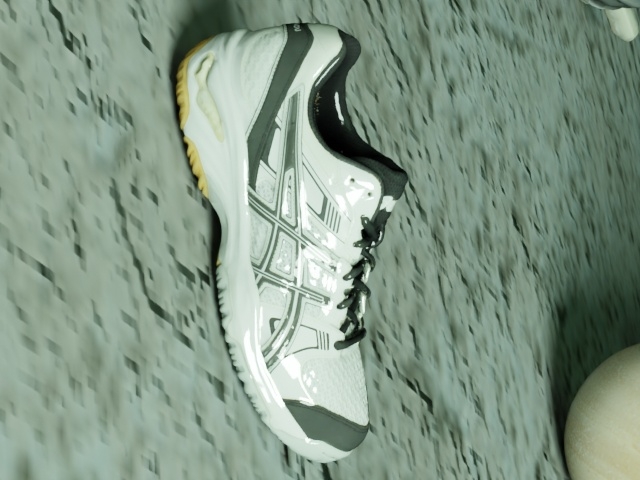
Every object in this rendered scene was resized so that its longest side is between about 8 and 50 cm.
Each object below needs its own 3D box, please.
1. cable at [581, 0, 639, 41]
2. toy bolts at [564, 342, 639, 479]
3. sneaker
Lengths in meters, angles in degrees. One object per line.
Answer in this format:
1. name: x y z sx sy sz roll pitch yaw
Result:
1. cable: 0.063 -0.186 0.670 0.287 0.072 0.139 46 51 -33
2. toy bolts: 0.144 0.115 0.602 0.218 0.158 0.228 -59 162 -4
3. sneaker: 0.000 0.000 0.355 0.032 0.037 0.083 -32 109 -71
